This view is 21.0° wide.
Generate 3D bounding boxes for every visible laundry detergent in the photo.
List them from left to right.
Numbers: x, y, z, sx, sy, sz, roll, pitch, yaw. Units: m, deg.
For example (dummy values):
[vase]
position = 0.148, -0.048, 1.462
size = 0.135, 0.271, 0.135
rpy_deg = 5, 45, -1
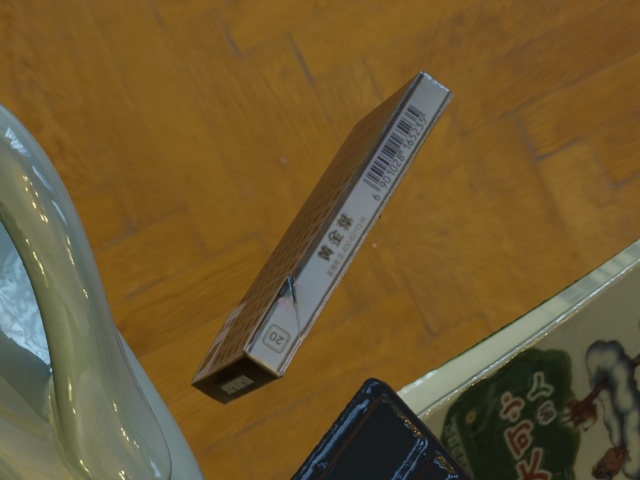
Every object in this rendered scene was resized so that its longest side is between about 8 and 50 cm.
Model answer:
[laundry detergent]
position = -0.161, 0.017, 0.678
size = 0.215, 0.105, 0.280
rpy_deg = 2, 118, 41

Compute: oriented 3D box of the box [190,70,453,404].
[box]
position = 0.000, 0.000, 1.610
size = 0.047, 0.180, 0.325
rpy_deg = 36, 68, -9

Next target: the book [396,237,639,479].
[book]
position = 0.240, 0.150, 1.524
size = 0.371, 0.043, 0.260
rpy_deg = -33, 125, -18

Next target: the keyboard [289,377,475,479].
[keyboard]
position = -0.026, 0.194, 0.712
size = 0.103, 0.381, 0.041
rpy_deg = 49, 126, -5
